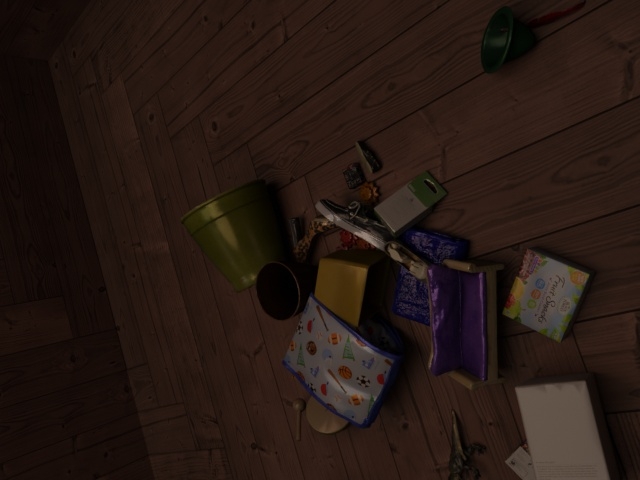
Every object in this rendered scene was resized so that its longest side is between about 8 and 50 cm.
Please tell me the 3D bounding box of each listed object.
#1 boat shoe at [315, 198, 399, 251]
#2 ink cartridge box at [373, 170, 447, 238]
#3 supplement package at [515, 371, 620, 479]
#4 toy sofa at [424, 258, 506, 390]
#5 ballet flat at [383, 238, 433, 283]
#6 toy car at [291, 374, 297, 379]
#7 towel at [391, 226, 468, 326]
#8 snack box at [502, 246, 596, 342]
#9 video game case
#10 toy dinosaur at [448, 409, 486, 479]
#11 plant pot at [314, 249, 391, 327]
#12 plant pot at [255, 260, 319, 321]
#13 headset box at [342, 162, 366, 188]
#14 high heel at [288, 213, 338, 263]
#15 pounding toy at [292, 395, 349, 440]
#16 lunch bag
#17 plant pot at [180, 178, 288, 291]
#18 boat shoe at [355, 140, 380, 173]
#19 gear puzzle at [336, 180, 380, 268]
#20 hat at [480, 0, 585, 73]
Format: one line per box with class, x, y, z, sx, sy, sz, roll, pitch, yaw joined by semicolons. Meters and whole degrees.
boat shoe;0.128;-0.076;1.784;0.306;0.113;0.105;32;105;20
ink cartridge box;0.285;-0.113;1.692;0.209;0.062;0.109;-36;67;-3
supplement package;0.642;0.505;1.381;0.178;0.175;0.292;-15;77;31
toy sofa;0.420;0.236;1.546;0.150;0.177;0.362;-166;72;-73
ballet flat;0.280;0.072;1.653;0.213;0.068;0.072;40;118;28
toy car;-0.075;0.519;2.153;0.041;0.060;0.122;23;141;-9
towel;0.337;0.121;1.700;0.228;0.076;0.308;16;106;40
snack box;0.621;0.144;1.459;0.174;0.070;0.207;29;115;35
video game case;0.674;0.646;1.500;0.232;0.042;0.210;43;121;28
toy dinosaur;0.455;0.684;1.688;0.118;0.064;0.268;4;95;47
plant pot;0.100;0.136;1.788;0.187;0.212;0.212;16;108;24
plant pot;-0.083;0.167;1.967;0.215;0.230;0.215;7;101;38
headset box;0.116;-0.230;1.871;0.062;0.032;0.083;-29;76;39
high heel;0.000;0.000;1.982;0.261;0.093;0.186;-2;105;40
pounding toy;0.023;0.663;2.019;0.237;0.110;0.183;-17;48;7
lunch bag;0.098;0.404;1.845;0.385;0.239;0.327;38;118;39
plant pot;-0.303;0.001;2.090;0.366;0.366;0.352;-27;90;40
boat shoe;0.159;-0.287;1.822;0.133;0.042;0.049;62;171;19
gear puzzle;0.141;-0.042;1.868;0.175;0.044;0.338;28;113;35
hat;0.563;-0.536;1.446;0.208;0.184;0.172;-158;72;-82
